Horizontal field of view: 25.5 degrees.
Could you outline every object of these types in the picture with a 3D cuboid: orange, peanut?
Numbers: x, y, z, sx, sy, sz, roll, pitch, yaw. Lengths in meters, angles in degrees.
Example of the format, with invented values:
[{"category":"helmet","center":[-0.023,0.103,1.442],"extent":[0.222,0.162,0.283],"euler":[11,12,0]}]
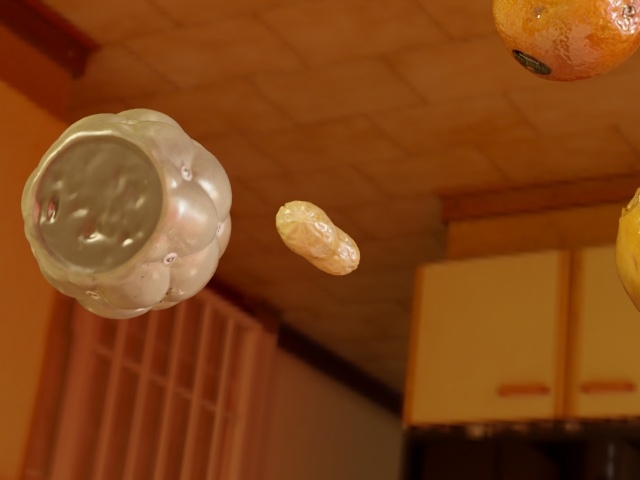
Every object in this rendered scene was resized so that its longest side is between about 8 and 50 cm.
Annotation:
[{"category":"orange","center":[0.310,-0.291,1.743],"extent":[0.206,0.206,0.206],"euler":[6,158,2]},{"category":"peanut","center":[0.000,0.000,2.095],"extent":[0.080,0.080,0.174],"euler":[-9,149,35]}]

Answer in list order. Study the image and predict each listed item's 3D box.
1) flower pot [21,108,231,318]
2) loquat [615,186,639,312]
[{"category":"flower pot","center":[-0.221,-0.031,1.640],"extent":[0.246,0.246,0.195],"euler":[1,175,15]},{"category":"loquat","center":[0.431,0.026,1.543],"extent":[0.234,0.187,0.176],"euler":[44,167,3]}]
